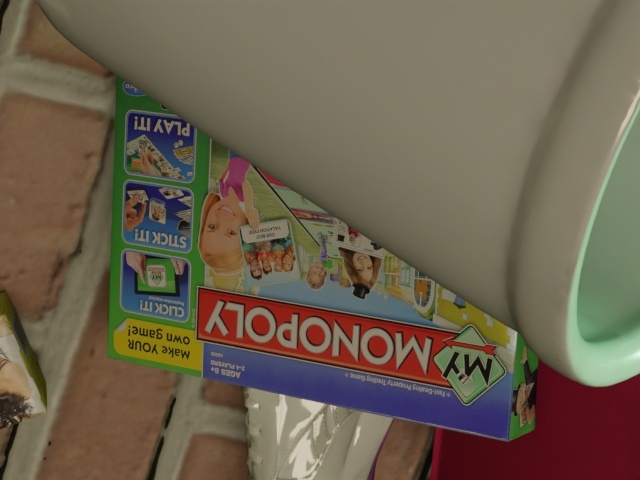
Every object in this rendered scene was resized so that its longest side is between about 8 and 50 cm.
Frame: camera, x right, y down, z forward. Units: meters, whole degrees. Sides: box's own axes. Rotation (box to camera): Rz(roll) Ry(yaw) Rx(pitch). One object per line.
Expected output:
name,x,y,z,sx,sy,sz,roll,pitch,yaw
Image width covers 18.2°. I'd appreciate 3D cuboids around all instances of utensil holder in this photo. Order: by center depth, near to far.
utensil holder,0.074,-0.152,1.100,0.385,0.327,0.328,31,106,26

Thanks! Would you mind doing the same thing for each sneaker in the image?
sneaker,-0.018,0.123,1.468,0.152,0.114,0.305,24,96,-8

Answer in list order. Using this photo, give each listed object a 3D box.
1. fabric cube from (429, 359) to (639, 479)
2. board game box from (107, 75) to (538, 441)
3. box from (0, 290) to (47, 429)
fabric cube,0.256,0.093,1.360,0.259,0.258,0.254,2,98,-26
board game box,0.000,0.000,1.340,0.317,0.046,0.214,9,101,29
box,-0.320,0.120,1.438,0.232,0.058,0.087,-22,110,0
